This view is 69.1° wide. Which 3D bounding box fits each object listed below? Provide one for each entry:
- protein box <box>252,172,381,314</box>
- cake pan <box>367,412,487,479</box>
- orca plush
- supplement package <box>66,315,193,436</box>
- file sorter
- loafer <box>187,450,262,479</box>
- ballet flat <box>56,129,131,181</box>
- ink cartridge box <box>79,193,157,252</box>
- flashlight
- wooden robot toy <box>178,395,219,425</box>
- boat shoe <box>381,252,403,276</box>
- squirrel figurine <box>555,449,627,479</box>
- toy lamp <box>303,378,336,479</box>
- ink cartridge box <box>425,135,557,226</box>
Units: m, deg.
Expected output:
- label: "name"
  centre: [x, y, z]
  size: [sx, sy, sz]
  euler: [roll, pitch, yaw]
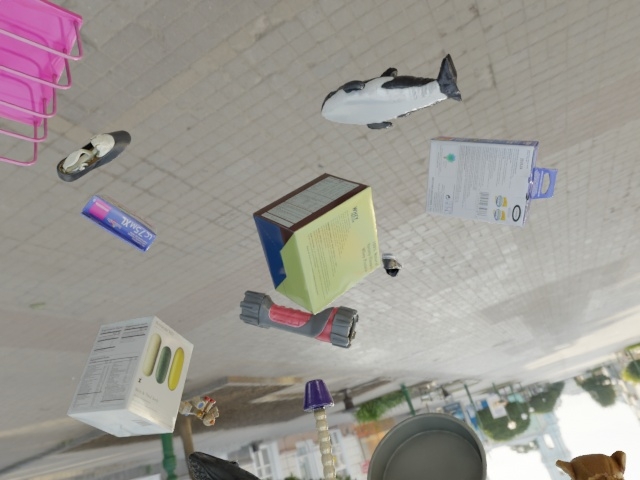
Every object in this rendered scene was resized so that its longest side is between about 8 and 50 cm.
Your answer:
- label: "protein box"
  centre: [0.000, 0.000, 0.957]
  size: [0.201, 0.136, 0.200]
  euler: [-33, 128, -30]
- label: "cake pan"
  centre: [0.251, 0.545, 1.086]
  size: [0.293, 0.293, 0.054]
  euler: [-24, 117, 17]
- label: "orca plush"
  centre: [0.128, -0.302, 0.888]
  size: [0.151, 0.102, 0.287]
  euler: [24, 161, -35]
- label: "supplement package"
  centre: [-0.520, 0.385, 1.310]
  size: [0.198, 0.263, 0.199]
  euler: [-12, 139, 19]
- label: "file sorter"
  centre: [-0.619, -0.321, 0.914]
  size: [0.202, 0.182, 0.291]
  euler: [13, 130, -43]
- label: "loafer"
  centre: [-0.229, 0.563, 1.113]
  size: [0.223, 0.076, 0.078]
  euler: [10, -159, 34]
- label: "ballet flat"
  centre: [-0.573, -0.219, 1.170]
  size: [0.203, 0.074, 0.074]
  euler: [-37, 159, -10]
- label: "ink cartridge box"
  centre: [-0.544, -0.052, 1.281]
  size: [0.186, 0.065, 0.311]
  euler: [37, 176, -19]
- label: "flashlight"
  centre: [-0.058, 0.193, 1.193]
  size: [0.304, 0.103, 0.103]
  euler: [12, 156, 17]
- label: "wooden robot toy"
  centre: [-0.351, 0.529, 1.424]
  size: [0.076, 0.079, 0.173]
  euler: [-55, 139, -12]
- label: "boat shoe"
  centre: [0.294, 0.110, 1.889]
  size: [0.080, 0.076, 0.228]
  euler: [-2, 164, 14]
- label: "squirrel figurine"
  centre: [0.754, 0.706, 1.152]
  size: [0.281, 0.370, 0.397]
  euler: [-14, 137, 14]
- label: "toy lamp"
  centre: [0.010, 0.470, 1.097]
  size: [0.080, 0.275, 0.080]
  euler: [-10, 152, -6]
- label: "ink cartridge box"
  centre: [0.573, -0.204, 1.572]
  size: [0.395, 0.270, 0.151]
  euler: [11, -157, 29]
